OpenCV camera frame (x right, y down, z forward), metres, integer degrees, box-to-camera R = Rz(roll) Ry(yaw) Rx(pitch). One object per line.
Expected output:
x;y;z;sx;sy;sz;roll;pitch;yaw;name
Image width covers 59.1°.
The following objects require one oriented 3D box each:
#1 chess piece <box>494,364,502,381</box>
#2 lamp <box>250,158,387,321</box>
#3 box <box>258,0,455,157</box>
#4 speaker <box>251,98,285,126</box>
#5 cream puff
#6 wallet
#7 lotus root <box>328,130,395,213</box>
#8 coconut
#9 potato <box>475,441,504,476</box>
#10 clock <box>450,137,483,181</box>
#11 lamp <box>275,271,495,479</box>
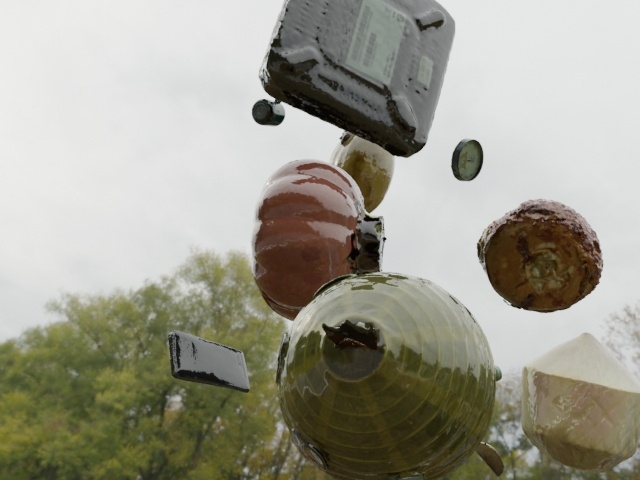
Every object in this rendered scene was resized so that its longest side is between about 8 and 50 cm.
0.409;0.342;1.422;0.093;0.042;0.042;-6;-26;-21;chess piece
0.000;0.000;1.043;0.239;0.306;0.305;2;-34;10;lamp
0.082;-0.367;1.066;0.350;0.360;0.091;21;-18;-17;box
-0.107;-0.305;1.291;0.094;0.075;0.060;-44;-102;24;speaker
0.437;0.028;1.132;0.239;0.164;0.240;11;-57;17;cream puff
-0.276;0.309;1.421;0.025;0.124;0.244;-36;-41;23;wallet
0.091;-0.143;1.483;0.182;0.310;0.183;17;-13;4;lotus root
0.643;0.389;1.400;0.328;0.329;0.329;12;-32;8;coconut
0.377;0.477;1.263;0.037;0.036;0.093;-42;-89;11;potato
0.284;-0.155;1.088;0.017;0.085;0.085;18;-22;48;clock
0.066;0.146;0.620;0.250;0.251;0.284;3;-25;21;lamp
